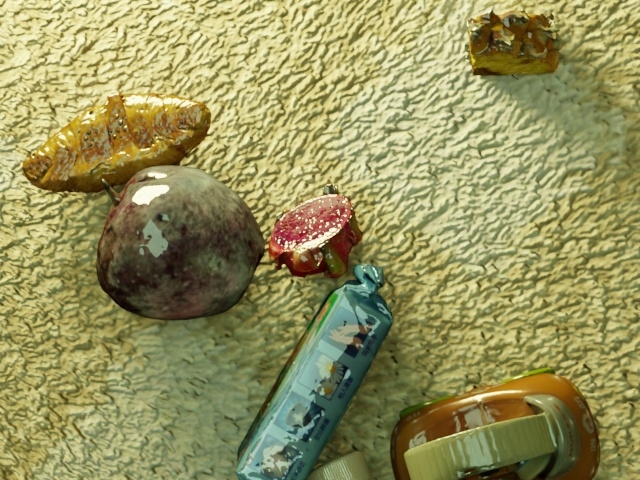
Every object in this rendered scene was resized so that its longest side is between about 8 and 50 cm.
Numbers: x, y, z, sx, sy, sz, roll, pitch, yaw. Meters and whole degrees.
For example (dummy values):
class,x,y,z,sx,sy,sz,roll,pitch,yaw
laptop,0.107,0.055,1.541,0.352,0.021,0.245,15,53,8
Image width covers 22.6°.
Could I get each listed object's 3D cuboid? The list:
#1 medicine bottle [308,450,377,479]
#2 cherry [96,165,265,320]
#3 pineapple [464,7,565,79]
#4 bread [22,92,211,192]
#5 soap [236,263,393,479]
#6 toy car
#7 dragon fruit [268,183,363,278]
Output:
class,x,y,z,sx,sy,sz,roll,pitch,yaw
medicine bottle,0.065,0.354,1.737,0.114,0.114,0.252,-25,79,5
cherry,-0.156,0.005,1.779,0.195,0.195,0.195,-1,83,8
pineapple,0.203,-0.224,1.803,0.116,0.137,0.069,-15,74,49
bread,-0.232,-0.113,1.859,0.233,0.076,0.105,-18,78,7
soap,-0.005,0.159,1.751,0.077,0.156,0.293,30,88,-2
toy car,0.181,0.222,1.683,0.235,0.235,0.145,-17,81,6
dragon fruit,-0.003,0.003,1.810,0.112,0.126,0.068,-24,120,2
